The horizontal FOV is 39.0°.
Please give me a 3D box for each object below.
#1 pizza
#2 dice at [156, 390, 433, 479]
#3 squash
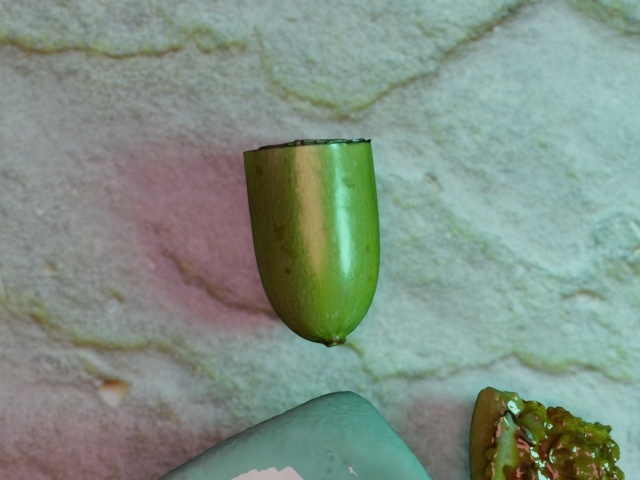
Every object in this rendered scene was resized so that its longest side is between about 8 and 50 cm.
[{"bbox_3d":[0.224,0.258,0.778,0.161,0.085,0.305,-30,86,-1],"label":"pizza"},{"bbox_3d":[-0.020,0.286,0.670,0.265,0.268,0.262,-29,75,-10],"label":"dice"},{"bbox_3d":[0.000,0.000,0.795,0.123,0.123,0.186,-8,88,2],"label":"squash"}]
